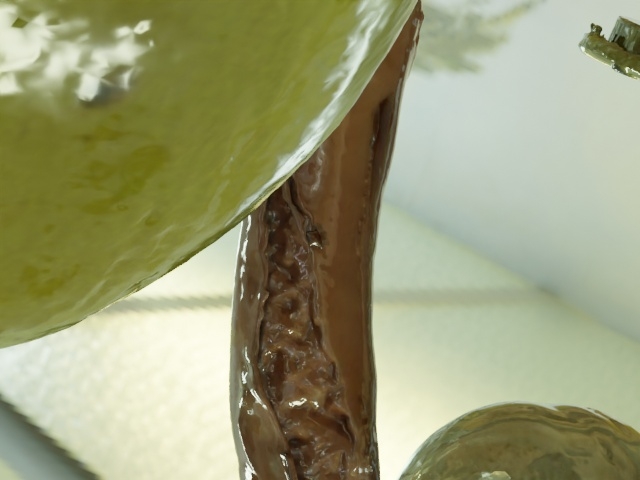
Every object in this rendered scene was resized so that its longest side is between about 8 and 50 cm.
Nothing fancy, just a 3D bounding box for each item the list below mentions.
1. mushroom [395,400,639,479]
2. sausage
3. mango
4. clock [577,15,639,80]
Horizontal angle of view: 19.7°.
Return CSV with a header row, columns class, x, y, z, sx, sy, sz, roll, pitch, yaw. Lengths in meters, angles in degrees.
class,x,y,z,sx,sy,sz,roll,pitch,yaw
mushroom,0.167,0.253,1.359,0.260,0.254,0.234,22,-149,-30
sausage,0.000,0.000,0.777,0.078,0.304,0.078,5,178,0
mango,-0.046,-0.055,0.347,0.137,0.237,0.091,16,-129,-39
clock,0.267,-0.092,1.077,0.237,0.057,0.237,20,-169,-4
